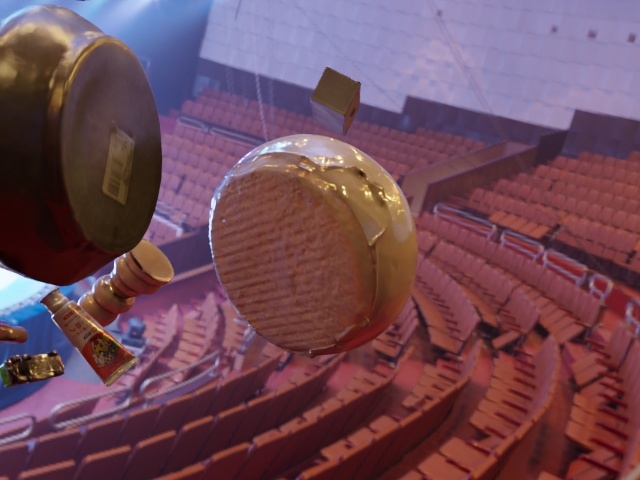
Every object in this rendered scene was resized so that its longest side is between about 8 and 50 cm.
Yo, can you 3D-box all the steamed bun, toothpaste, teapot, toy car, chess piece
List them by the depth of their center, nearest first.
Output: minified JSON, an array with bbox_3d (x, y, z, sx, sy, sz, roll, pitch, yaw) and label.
[{"bbox_3d":[-0.397,-0.070,0.745,0.362,0.375,0.305,2,-12,10],"label":"teapot"},{"bbox_3d":[0.000,0.000,1.117,0.375,0.374,0.241,20,27,29],"label":"steamed bun"},{"bbox_3d":[-0.504,0.203,1.422,0.234,0.089,0.057,49,-35,-5],"label":"toothpaste"},{"bbox_3d":[-0.728,0.327,1.673,0.165,0.063,0.071,3,60,-64],"label":"toy car"},{"bbox_3d":[-0.512,0.120,1.677,0.143,0.261,0.142,46,18,-20],"label":"chess piece"}]

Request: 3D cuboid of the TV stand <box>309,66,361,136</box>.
[{"bbox_3d":[0.036,-0.309,1.498,0.088,0.082,0.269,28,2,1],"label":"TV stand"}]
